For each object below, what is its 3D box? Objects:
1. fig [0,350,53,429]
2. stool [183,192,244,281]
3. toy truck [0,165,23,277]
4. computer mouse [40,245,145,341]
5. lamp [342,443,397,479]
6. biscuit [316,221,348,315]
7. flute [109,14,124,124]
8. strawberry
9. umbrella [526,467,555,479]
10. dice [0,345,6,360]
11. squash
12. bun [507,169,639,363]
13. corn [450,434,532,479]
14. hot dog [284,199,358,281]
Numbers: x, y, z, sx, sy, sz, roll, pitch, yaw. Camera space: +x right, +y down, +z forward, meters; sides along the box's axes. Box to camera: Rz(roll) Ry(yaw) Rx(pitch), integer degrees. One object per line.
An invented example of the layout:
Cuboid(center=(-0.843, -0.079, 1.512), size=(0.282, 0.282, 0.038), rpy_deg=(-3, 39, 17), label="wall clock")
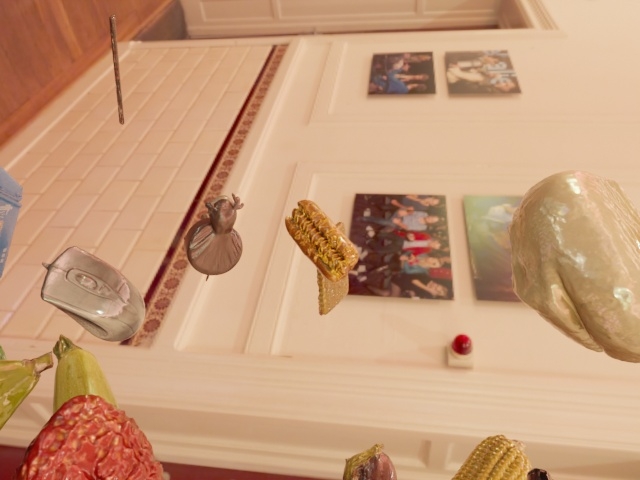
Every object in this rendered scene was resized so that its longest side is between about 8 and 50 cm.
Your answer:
Cuboid(center=(-0.572, 0.271, 0.695), size=(0.233, 0.313, 0.234), rpy_deg=(179, -90, -73), label="fig")
Cuboid(center=(-0.240, -0.017, 1.104), size=(0.121, 0.125, 0.217), rpy_deg=(52, -50, 56), label="stool")
Cuboid(center=(-0.696, 0.015, 0.914), size=(0.175, 0.146, 0.368), rpy_deg=(-26, 136, -83), label="toy truck")
Cuboid(center=(-0.642, 0.164, 1.428), size=(0.371, 0.121, 0.189), rpy_deg=(50, 43, -42), label="computer mouse")
Cuboid(center=(0.128, 0.646, 1.316), size=(0.157, 0.134, 0.157), rpy_deg=(-60, -158, 19), label="lamp")
Cuboid(center=(0.039, 0.086, 1.475), size=(0.172, 0.029, 0.255), rpy_deg=(-36, 128, -55), label="biscuit")
Cuboid(center=(-0.446, -0.364, 1.071), size=(0.270, 0.014, 0.014), rpy_deg=(110, -8, -49), label="flute")
Cuboid(center=(-0.328, 0.414, 0.691), size=(0.292, 0.291, 0.344), rpy_deg=(78, -3, -58), label="strawberry")
Cuboid(center=(0.254, 0.392, 0.520), size=(0.340, 0.117, 0.118), rpy_deg=(-57, 148, -59), label="umbrella")
Cuboid(center=(-0.818, 0.301, 1.118), size=(0.120, 0.130, 0.128), rpy_deg=(46, 11, -30), label="dice")
Cuboid(center=(-0.487, 0.303, 1.015), size=(0.137, 0.137, 0.288), rpy_deg=(84, -17, -44), label="squash")
Cuboid(center=(0.466, 0.053, 0.851), size=(0.219, 0.365, 0.366), rpy_deg=(-39, -153, 37), label="bun")
Cuboid(center=(0.299, 0.502, 0.924), size=(0.346, 0.130, 0.130), rpy_deg=(-32, 132, -36), label="corn")
Cuboid(center=(0.000, 0.000, 0.770), size=(0.045, 0.071, 0.165), rpy_deg=(31, 15, -50), label="hot dog")
